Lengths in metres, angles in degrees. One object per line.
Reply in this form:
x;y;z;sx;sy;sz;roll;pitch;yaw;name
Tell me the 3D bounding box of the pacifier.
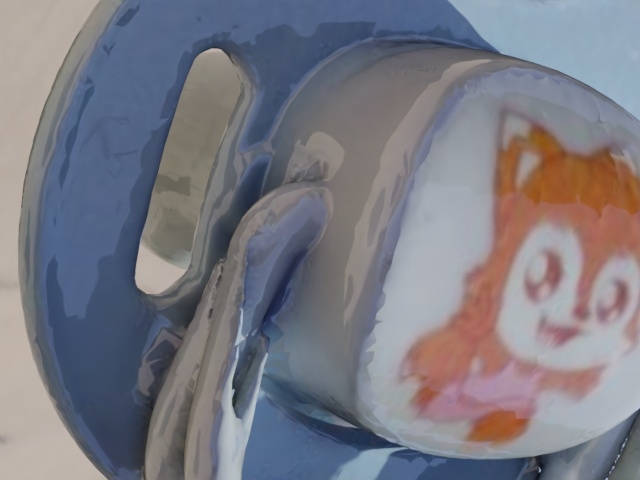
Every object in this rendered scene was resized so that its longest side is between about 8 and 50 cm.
0.000;0.000;0.685;0.233;0.299;0.244;27;-81;51;pacifier
